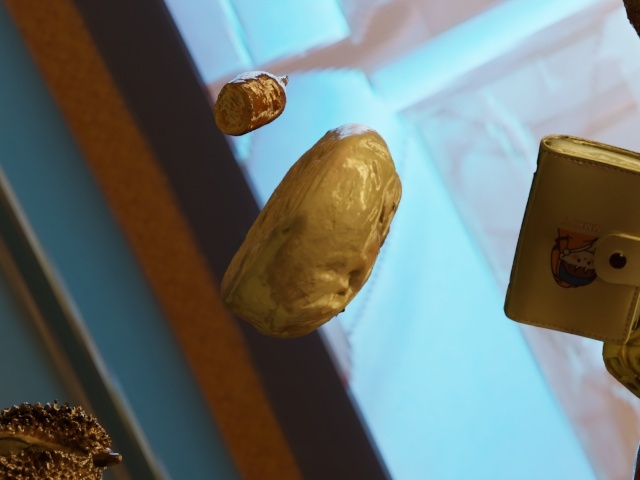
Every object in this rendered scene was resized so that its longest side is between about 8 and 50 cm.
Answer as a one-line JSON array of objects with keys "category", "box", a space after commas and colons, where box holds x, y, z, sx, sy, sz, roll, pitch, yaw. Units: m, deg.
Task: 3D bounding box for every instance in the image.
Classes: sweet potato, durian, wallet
[{"category": "sweet potato", "box": [-0.052, -0.121, 1.612, 0.049, 0.049, 0.117, 64, 29, -8]}, {"category": "durian", "box": [-0.316, 0.267, 2.204, 0.167, 0.196, 0.196, 60, 7, -55]}, {"category": "wallet", "box": [0.210, 0.000, 1.506, 0.039, 0.110, 0.155, -62, 165, -59]}]

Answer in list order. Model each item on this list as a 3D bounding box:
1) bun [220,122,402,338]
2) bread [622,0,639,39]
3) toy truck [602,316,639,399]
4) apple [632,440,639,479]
[{"category": "bun", "box": [0.000, 0.000, 1.826, 0.116, 0.210, 0.237, 33, -29, -7]}, {"category": "bread", "box": [0.301, -0.249, 1.671, 0.193, 0.064, 0.193, 178, -90, -84]}, {"category": "toy truck", "box": [0.411, -0.031, 1.735, 0.180, 0.405, 0.254, 35, -23, -30]}, {"category": "apple", "box": [0.315, 0.175, 1.379, 0.174, 0.188, 0.188, 98, -29, -65]}]
